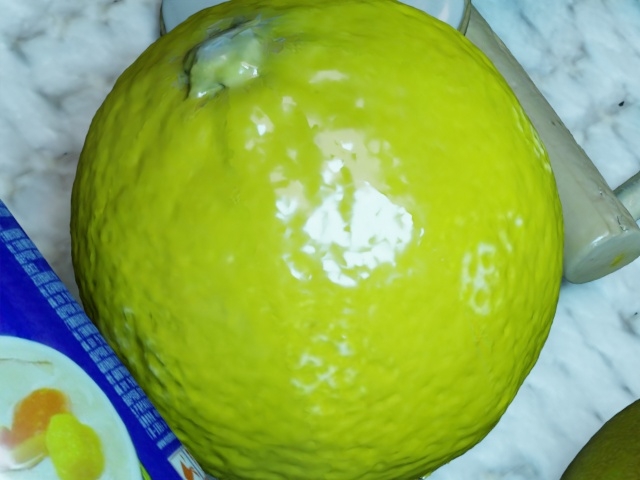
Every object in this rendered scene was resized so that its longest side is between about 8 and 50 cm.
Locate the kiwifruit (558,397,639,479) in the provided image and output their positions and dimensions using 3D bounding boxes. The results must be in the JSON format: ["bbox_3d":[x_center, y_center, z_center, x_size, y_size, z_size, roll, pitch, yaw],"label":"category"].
[{"bbox_3d":[0.219,0.180,1.090,0.196,0.196,0.234,40,52,7],"label":"kiwifruit"}]

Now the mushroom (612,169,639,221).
[{"bbox_3d":[0.220,-0.054,1.315,0.060,0.061,0.187,40,60,7],"label":"mushroom"}]

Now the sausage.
[{"bbox_3d":[0.104,-0.098,1.286,0.066,0.066,0.301,-19,64,-28],"label":"sausage"}]

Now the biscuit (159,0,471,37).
[{"bbox_3d":[-0.005,-0.151,1.259,0.208,0.049,0.181,-31,68,-9],"label":"biscuit"}]

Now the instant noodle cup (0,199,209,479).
[{"bbox_3d":[-0.196,0.112,0.956,0.312,0.284,0.284,46,56,2],"label":"instant noodle cup"}]

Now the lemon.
[{"bbox_3d":[0.000,0.001,1.069,0.293,0.293,0.293,9,58,-14],"label":"lemon"}]
